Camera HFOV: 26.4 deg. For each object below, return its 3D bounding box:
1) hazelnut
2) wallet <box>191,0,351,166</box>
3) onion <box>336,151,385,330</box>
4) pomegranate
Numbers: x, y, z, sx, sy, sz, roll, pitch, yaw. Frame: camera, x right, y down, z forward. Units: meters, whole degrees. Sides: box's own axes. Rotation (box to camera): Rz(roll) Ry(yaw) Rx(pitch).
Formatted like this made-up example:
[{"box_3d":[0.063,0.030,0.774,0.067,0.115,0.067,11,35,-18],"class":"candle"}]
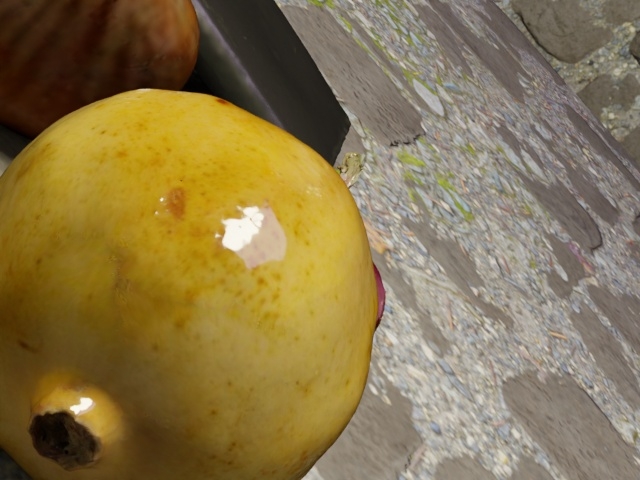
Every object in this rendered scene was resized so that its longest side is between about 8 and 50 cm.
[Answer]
[{"box_3d":[-0.172,-0.168,0.895,0.210,0.210,0.186,40,26,-18],"class":"hazelnut"},{"box_3d":[-0.113,-0.232,1.201,0.406,0.062,0.228,55,19,-12],"class":"wallet"},{"box_3d":[0.000,0.000,1.003,0.150,0.140,0.150,38,7,-5],"class":"onion"},{"box_3d":[-0.075,0.032,0.698,0.233,0.233,0.233,40,22,-20],"class":"pomegranate"}]
